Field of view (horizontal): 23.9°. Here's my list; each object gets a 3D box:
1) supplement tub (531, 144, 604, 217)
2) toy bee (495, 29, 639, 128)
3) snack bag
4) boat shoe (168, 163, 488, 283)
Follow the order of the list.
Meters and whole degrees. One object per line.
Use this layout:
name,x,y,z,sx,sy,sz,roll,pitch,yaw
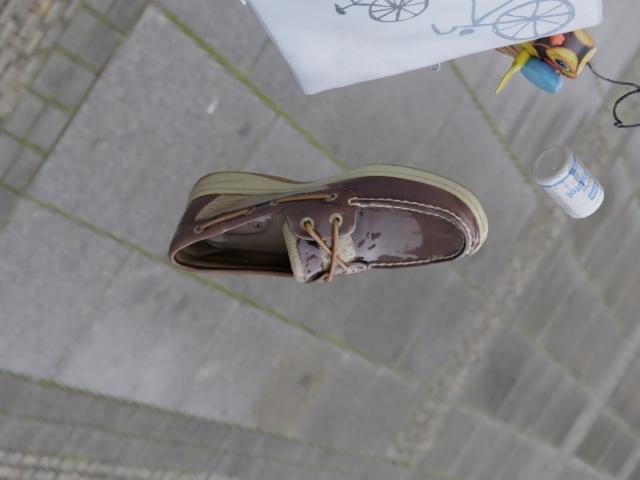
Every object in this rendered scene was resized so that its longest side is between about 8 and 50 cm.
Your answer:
supplement tub,0.376,-0.090,2.294,0.107,0.071,0.071,39,82,-37
toy bee,0.346,-0.295,2.200,0.162,0.298,0.195,47,58,-58
snack bag,0.101,-0.242,1.454,0.342,0.037,0.323,-14,162,10
boat shoe,0.000,0.000,1.565,0.123,0.341,0.123,-62,148,-46
